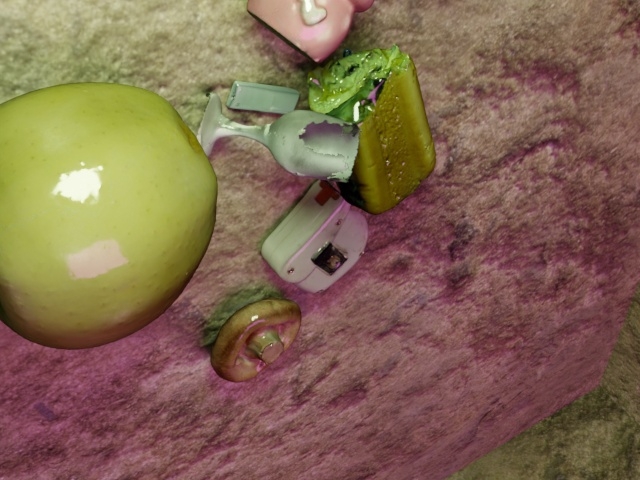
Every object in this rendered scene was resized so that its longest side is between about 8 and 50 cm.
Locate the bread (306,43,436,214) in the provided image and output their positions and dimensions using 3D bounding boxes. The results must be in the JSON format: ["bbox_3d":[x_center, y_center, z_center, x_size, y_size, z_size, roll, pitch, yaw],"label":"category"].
[{"bbox_3d":[0.113,-0.241,1.798,0.251,0.208,0.376,-36,138,-11],"label":"bread"}]

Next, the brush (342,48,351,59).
[{"bbox_3d":[0.059,-0.358,1.828,0.051,0.014,0.164,-24,137,-23],"label":"brush"}]

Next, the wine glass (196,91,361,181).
[{"bbox_3d":[-0.084,-0.202,1.614,0.143,0.321,0.143,10,90,-81],"label":"wine glass"}]

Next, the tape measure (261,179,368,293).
[{"bbox_3d":[0.000,0.000,2.022,0.258,0.130,0.265,-49,142,4],"label":"tape measure"}]

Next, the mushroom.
[{"bbox_3d":[-0.165,0.254,2.104,0.278,0.146,0.278,-33,150,-22],"label":"mushroom"}]

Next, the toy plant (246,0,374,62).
[{"bbox_3d":[0.044,-0.502,1.503,0.317,0.210,0.356,34,90,-10],"label":"toy plant"}]

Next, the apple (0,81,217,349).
[{"bbox_3d":[-0.402,-0.045,1.397,0.474,0.473,0.473,-23,138,-23],"label":"apple"}]

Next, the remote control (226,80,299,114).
[{"bbox_3d":[-0.119,-0.298,1.718,0.162,0.029,0.061,-2,125,-39],"label":"remote control"}]
